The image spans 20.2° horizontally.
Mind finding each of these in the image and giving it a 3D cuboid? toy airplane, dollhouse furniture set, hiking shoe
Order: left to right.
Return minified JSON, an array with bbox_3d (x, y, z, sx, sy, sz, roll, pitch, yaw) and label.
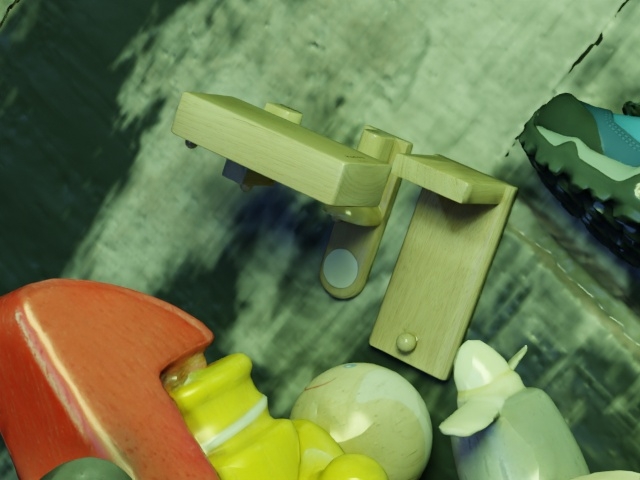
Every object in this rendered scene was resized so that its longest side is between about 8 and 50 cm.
[{"bbox_3d":[0.000,0.000,1.027,0.144,0.151,0.123,25,103,29],"label":"dollhouse furniture set"},{"bbox_3d":[0.002,0.190,0.996,0.386,0.272,0.384,17,137,20],"label":"toy airplane"},{"bbox_3d":[0.250,-0.023,0.927,0.304,0.113,0.132,26,78,29],"label":"hiking shoe"}]
